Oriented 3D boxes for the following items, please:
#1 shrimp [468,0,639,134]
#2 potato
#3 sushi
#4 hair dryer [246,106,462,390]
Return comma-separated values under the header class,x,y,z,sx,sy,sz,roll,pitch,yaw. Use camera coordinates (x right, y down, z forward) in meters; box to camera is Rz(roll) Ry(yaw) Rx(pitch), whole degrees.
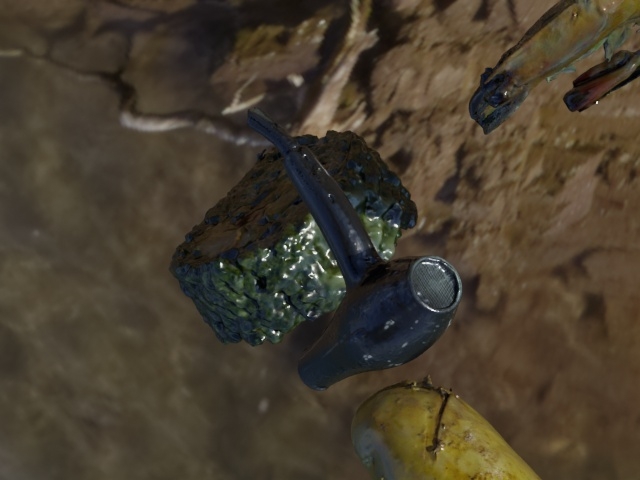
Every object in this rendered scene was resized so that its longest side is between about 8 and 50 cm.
class,x,y,z,sx,sy,sz,roll,pitch,yaw
shrimp,0.266,-0.187,1.247,0.253,0.173,0.058,-42,53,27
potato,0.152,0.272,1.326,0.140,0.173,0.300,-51,63,26
sushi,-0.033,-0.007,1.867,0.294,0.352,0.178,5,136,56
hair dryer,0.000,0.000,0.924,0.219,0.075,0.195,60,146,7
